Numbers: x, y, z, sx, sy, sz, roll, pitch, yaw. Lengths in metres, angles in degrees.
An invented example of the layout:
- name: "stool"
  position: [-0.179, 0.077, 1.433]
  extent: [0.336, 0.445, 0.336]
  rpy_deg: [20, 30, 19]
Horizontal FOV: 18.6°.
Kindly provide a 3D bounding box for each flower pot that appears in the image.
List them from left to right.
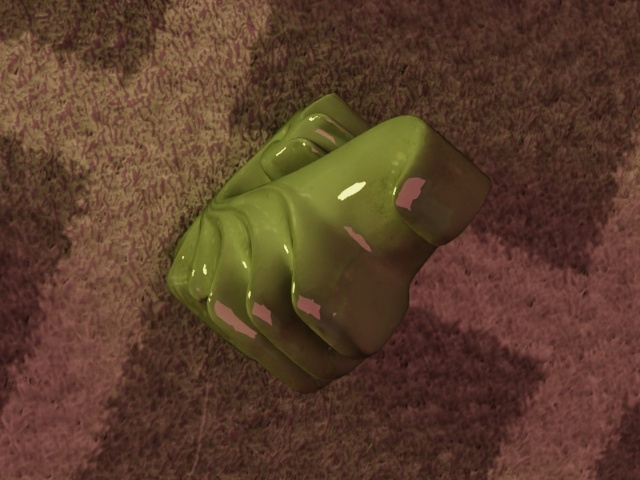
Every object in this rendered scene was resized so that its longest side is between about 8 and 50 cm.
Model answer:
- name: "flower pot"
  position: [0.000, 0.000, 1.794]
  extent: [0.164, 0.367, 0.254]
  rpy_deg: [41, 86, -17]
